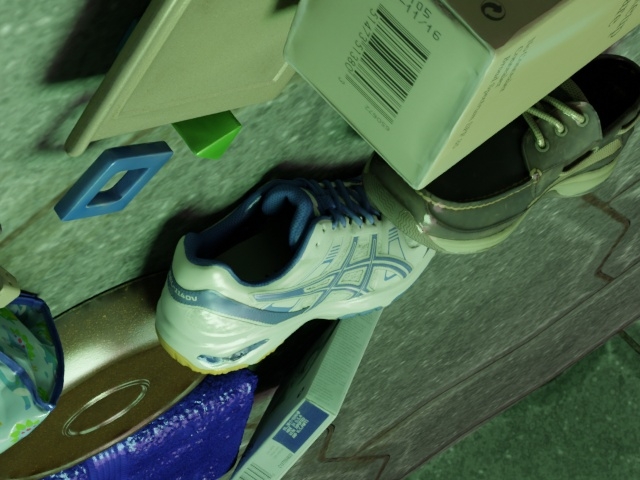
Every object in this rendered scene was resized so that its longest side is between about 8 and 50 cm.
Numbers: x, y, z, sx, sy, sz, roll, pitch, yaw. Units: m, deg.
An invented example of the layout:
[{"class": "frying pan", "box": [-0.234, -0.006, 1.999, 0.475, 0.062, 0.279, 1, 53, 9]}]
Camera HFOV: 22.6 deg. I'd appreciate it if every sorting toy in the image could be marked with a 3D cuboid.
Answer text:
[{"class": "sorting toy", "box": [-0.053, -0.138, 0.943, 0.196, 0.047, 0.347, -23, 161, -44]}]

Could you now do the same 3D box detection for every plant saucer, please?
[{"class": "plant saucer", "box": [-0.199, 0.131, 1.412, 0.311, 0.050, 0.310, -29, 163, -10]}]

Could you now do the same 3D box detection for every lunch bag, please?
[{"class": "lunch bag", "box": [-0.255, 0.101, 1.150, 0.129, 0.096, 0.151, -36, -168, 7]}]

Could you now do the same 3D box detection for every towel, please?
[{"class": "towel", "box": [-0.209, 0.245, 1.654, 0.308, 0.076, 0.227, -27, 163, -22]}]

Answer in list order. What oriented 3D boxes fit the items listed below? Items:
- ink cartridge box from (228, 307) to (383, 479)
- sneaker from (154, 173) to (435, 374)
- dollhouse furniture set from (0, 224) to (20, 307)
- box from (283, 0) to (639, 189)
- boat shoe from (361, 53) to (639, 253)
[{"class": "ink cartridge box", "box": [-0.008, 0.156, 1.761, 0.223, 0.045, 0.224, -53, -174, 45]}, {"class": "sneaker", "box": [0.000, 0.000, 1.312, 0.296, 0.112, 0.131, -32, 151, -32]}, {"class": "dollhouse furniture set", "box": [-0.256, 0.019, 0.959, 0.114, 0.091, 0.081, -36, 148, 18]}, {"class": "box", "box": [0.138, -0.181, 0.950, 0.311, 0.121, 0.148, -37, 166, -29]}, {"class": "boat shoe", "box": [0.164, -0.096, 1.355, 0.355, 0.132, 0.130, -26, 154, -51]}]
